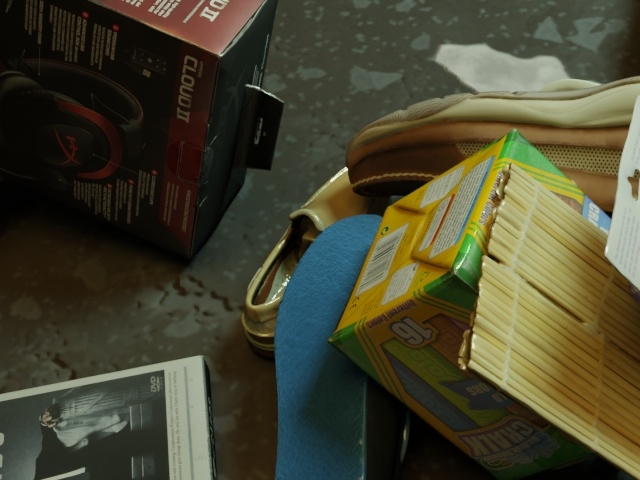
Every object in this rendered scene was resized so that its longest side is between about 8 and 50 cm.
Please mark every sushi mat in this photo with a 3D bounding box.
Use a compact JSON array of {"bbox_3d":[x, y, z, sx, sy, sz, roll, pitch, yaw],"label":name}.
[{"bbox_3d":[0.213,0.092,0.743,0.316,0.019,0.151,34,51,-16],"label":"sushi mat"}]

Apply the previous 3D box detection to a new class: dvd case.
[{"bbox_3d":[-0.190,0.179,0.884,0.239,0.029,0.179,-11,49,2],"label":"dvd case"}]

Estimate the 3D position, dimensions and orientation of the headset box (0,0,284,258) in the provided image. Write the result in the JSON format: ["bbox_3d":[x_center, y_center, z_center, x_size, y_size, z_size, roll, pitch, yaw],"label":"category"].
[{"bbox_3d":[-0.168,-0.131,0.973,0.293,0.218,0.110,23,47,9],"label":"headset box"}]

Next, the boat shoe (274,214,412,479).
[{"bbox_3d":[0.015,0.104,0.871,0.109,0.089,0.258,-4,54,26],"label":"boat shoe"}]

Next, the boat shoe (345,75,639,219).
[{"bbox_3d":[0.155,-0.043,0.876,0.324,0.123,0.116,-3,87,39],"label":"boat shoe"}]

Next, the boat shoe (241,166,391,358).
[{"bbox_3d":[0.000,0.000,0.965,0.068,0.072,0.190,13,54,23],"label":"boat shoe"}]

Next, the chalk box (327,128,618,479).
[{"bbox_3d":[0.139,0.061,0.814,0.132,0.213,0.132,-34,23,47],"label":"chalk box"}]

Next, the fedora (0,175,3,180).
[{"bbox_3d":[-0.351,-0.059,1.084,0.194,0.079,0.194,0,48,0],"label":"fedora"}]

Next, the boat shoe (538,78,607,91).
[{"bbox_3d":[0.295,-0.032,0.905,0.319,0.099,0.116,30,105,35],"label":"boat shoe"}]

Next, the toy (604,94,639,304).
[{"bbox_3d":[0.233,0.044,0.734,0.056,0.237,0.137,-33,25,42],"label":"toy"}]
